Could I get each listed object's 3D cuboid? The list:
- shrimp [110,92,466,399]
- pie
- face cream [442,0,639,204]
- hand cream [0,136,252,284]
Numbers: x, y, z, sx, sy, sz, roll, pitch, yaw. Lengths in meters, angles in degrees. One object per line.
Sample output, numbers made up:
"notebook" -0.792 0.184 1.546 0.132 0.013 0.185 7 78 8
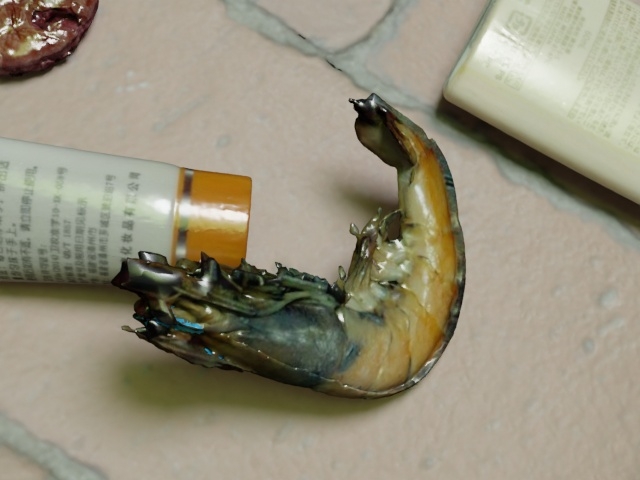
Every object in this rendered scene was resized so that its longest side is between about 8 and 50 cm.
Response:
"shrimp" 0.000 0.000 0.592 0.290 0.054 0.222 9 91 -35
"pie" -0.258 -0.203 0.691 0.154 0.038 0.153 3 70 -7
"face cream" 0.290 -0.111 0.729 0.349 0.081 0.173 28 69 0
"hand cream" -0.209 -0.013 0.610 0.314 0.089 0.139 7 113 -11
